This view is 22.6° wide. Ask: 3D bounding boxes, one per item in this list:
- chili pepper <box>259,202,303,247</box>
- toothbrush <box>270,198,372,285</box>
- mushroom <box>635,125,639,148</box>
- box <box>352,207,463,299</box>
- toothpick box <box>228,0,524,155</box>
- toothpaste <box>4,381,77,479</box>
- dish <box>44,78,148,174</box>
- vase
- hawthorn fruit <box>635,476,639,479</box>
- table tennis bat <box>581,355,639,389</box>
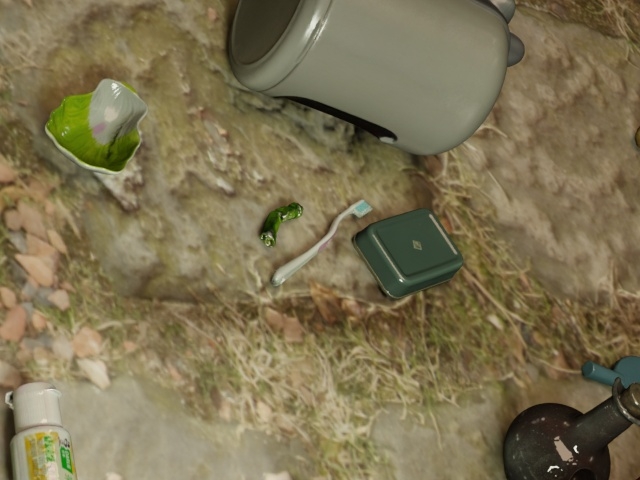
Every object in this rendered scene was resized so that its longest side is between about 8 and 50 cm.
[{"bbox_3d":[-0.043,-0.021,1.705,0.027,0.022,0.083,18,37,20],"label":"chili pepper"},{"bbox_3d":[0.000,0.000,1.724,0.022,0.017,0.204,32,37,15],"label":"toothbrush"},{"bbox_3d":[0.559,-0.069,2.232,0.306,0.043,0.068,32,67,-17],"label":"mushroom"},{"bbox_3d":[0.100,0.012,1.784,0.126,0.031,0.091,-15,68,-47],"label":"box"},{"bbox_3d":[0.081,-0.229,1.821,0.316,0.229,0.229,20,46,-26],"label":"toothpick box"},{"bbox_3d":[-0.214,0.263,1.303,0.056,0.058,0.314,64,12,-61],"label":"toothpaste"},{"bbox_3d":[-0.225,-0.109,1.613,0.091,0.039,0.137,34,40,-4],"label":"dish"},{"bbox_3d":[0.271,0.203,1.648,0.120,0.183,0.120,22,44,-23],"label":"vase"},{"bbox_3d":[0.375,0.326,1.619,0.266,0.230,0.210,-16,52,-18],"label":"hawthorn fruit"},{"bbox_3d":[0.372,0.175,1.883,0.155,0.019,0.100,22,45,-27],"label":"table tennis bat"}]
